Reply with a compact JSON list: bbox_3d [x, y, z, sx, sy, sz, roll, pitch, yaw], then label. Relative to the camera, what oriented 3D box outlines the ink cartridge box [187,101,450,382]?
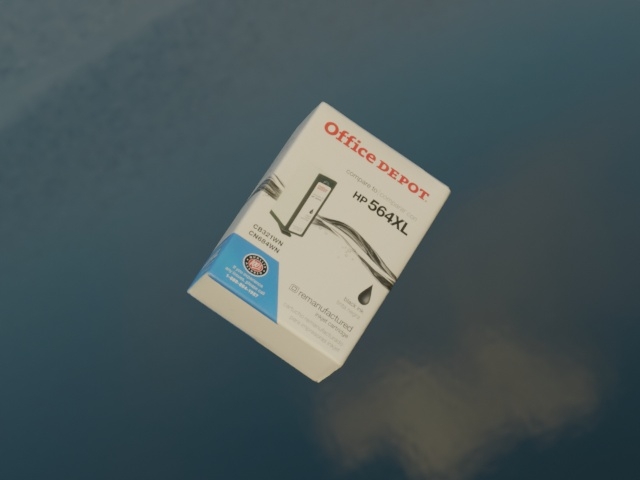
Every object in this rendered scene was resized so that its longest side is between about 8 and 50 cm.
[{"bbox_3d":[0.000,0.000,1.710,0.203,0.148,0.086,-58,5,-21],"label":"ink cartridge box"}]
